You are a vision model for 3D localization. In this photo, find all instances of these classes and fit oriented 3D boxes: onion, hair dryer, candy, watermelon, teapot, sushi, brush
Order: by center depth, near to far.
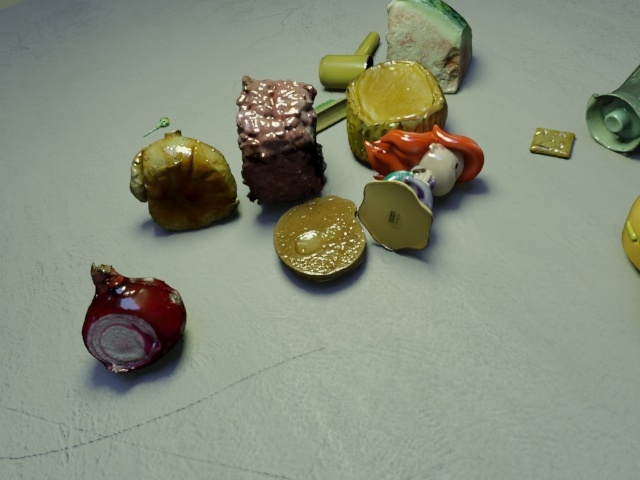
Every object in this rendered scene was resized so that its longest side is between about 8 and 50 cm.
[{"bbox_3d":[-0.326,0.112,0.840,0.173,0.198,0.135,-16,18,1],"label":"onion"},{"bbox_3d":[0.695,-0.281,1.007,0.225,0.171,0.203,-32,81,-8],"label":"teapot"},{"bbox_3d":[-0.077,-0.216,1.015,0.171,0.270,0.236,-3,62,3],"label":"sushi"},{"bbox_3d":[0.064,-0.348,1.244,0.282,0.054,0.048,-31,42,-15],"label":"brush"},{"bbox_3d":[0.279,-0.503,1.250,0.193,0.310,0.231,15,92,23],"label":"watermelon"},{"bbox_3d":[-0.450,-0.308,1.334,0.083,0.025,0.023,-43,27,-13],"label":"candy"},{"bbox_3d":[0.102,-0.514,1.370,0.135,0.090,0.278,8,46,20],"label":"hair dryer"}]

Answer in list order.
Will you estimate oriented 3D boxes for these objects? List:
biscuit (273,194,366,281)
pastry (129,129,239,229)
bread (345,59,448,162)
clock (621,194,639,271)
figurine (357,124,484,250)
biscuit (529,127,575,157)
[{"bbox_3d":[0.000,0.000,0.958,0.181,0.049,0.208,-16,48,-3],"label":"biscuit"},{"bbox_3d":[-0.282,-0.114,1.028,0.229,0.218,0.100,13,39,-26],"label":"pastry"},{"bbox_3d":[0.171,-0.289,1.116,0.227,0.142,0.253,-6,52,4],"label":"bread"},{"bbox_3d":[0.627,0.003,0.755,0.244,0.200,0.317,2,42,9],"label":"clock"},{"bbox_3d":[0.185,-0.127,0.957,0.208,0.181,0.257,-7,34,45],"label":"figurine"},{"bbox_3d":[0.507,-0.215,1.066,0.083,0.018,0.081,17,54,23],"label":"biscuit"}]
